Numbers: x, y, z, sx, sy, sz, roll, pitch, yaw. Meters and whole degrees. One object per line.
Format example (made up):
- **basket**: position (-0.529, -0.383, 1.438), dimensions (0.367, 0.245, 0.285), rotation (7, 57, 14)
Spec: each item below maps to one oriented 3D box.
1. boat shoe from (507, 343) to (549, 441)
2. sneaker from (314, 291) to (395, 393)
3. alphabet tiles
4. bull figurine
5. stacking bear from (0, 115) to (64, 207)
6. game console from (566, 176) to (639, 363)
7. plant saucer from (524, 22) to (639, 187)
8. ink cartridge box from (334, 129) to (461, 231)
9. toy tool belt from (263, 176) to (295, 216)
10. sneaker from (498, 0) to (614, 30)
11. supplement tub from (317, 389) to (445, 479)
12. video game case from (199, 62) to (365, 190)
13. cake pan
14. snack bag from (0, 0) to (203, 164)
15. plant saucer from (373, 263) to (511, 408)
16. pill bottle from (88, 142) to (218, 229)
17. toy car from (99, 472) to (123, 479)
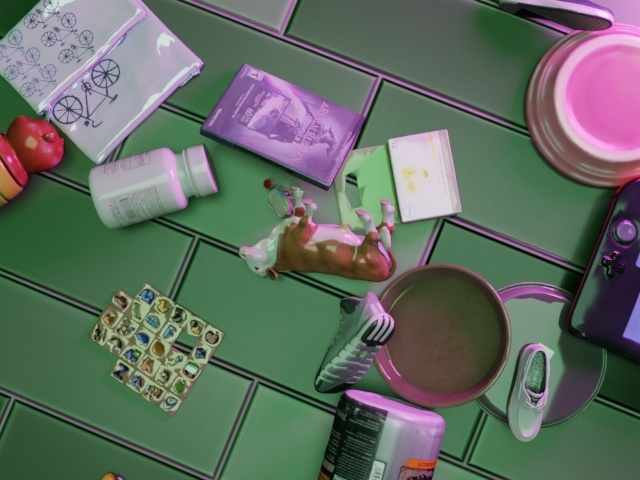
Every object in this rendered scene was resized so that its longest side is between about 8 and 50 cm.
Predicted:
- **boat shoe**: position (0.399, 0.289, 1.563), dimensions (0.066, 0.063, 0.184), rotation (15, 87, 3)
- **sneaker**: position (0.055, 0.191, 1.637), dimensions (0.086, 0.132, 0.228), rotation (20, 122, -34)
- **alphabet tiles**: position (-0.344, 0.209, 1.682), dimensions (0.237, 0.009, 0.198), rotation (32, 89, 4)
- **bull figurine**: position (0.000, 0.000, 1.620), dimensions (0.311, 0.101, 0.188), rotation (7, 120, -4)
- **stacking bear**: position (-0.652, -0.149, 1.648), dimensions (0.289, 0.175, 0.164), rotation (-28, 84, -7)
- **game console**: position (0.700, 0.089, 1.592), dimensions (0.387, 0.060, 0.341), rotation (23, 81, 0)
- **plant saucer**: position (0.576, -0.272, 1.634), dimensions (0.332, 0.084, 0.331), rotation (0, 86, 3)
- **ink cartridge box**: position (0.149, -0.117, 1.659), dimensions (0.235, 0.056, 0.171), rotation (-9, 87, 0)
- **toy tool belt**: position (-0.080, -0.087, 1.674), dimensions (0.052, 0.051, 0.083), rotation (-36, 75, 27)
- **sneaker**: position (0.485, -0.509, 1.630), dimensions (0.226, 0.086, 0.163), rotation (22, 86, 23)
- **supplement tub**: position (0.095, 0.466, 1.549), dimensions (0.207, 0.207, 0.337), rotation (15, 88, 3)
- **video game case**: position (-0.071, -0.228, 1.644), dimensions (0.274, 0.026, 0.196), rotation (24, 58, 4)
- **cake pan**: position (0.419, 0.227, 1.626), dimensions (0.294, 0.054, 0.293), rotation (0, 87, 2)
- **snack bag**: position (-0.466, -0.367, 1.708), dimensions (0.323, 0.037, 0.342), rotation (-44, 86, -1)
- **plant saucer**: position (0.231, 0.183, 1.609), dimensions (0.278, 0.041, 0.277), rotation (-3, 81, 19)
- **pill bottle**: position (-0.325, -0.112, 1.638), dimensions (0.229, 0.131, 0.131), rotation (-16, 86, 2)
- **toy car**: position (-0.343, 0.585, 1.636), dimensions (0.239, 0.053, 0.224), rotation (7, 87, 3)
